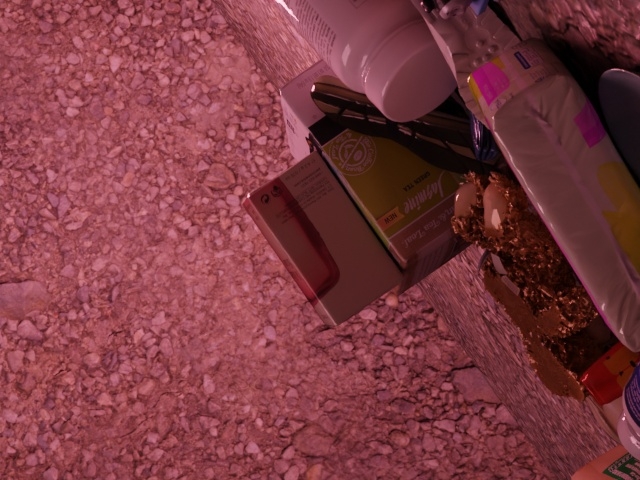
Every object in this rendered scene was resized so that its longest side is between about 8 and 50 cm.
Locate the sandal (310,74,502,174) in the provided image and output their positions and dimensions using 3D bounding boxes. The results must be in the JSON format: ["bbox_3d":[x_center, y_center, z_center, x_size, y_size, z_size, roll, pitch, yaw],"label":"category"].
[{"bbox_3d":[0.134,-0.178,1.633,0.303,0.086,0.120,23,158,11],"label":"sandal"}]

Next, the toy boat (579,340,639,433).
[{"bbox_3d":[0.447,0.214,1.493,0.318,0.148,0.267,49,-174,-39],"label":"toy boat"}]

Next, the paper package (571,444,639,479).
[{"bbox_3d":[0.556,0.453,1.796,0.309,0.168,0.325,55,176,5],"label":"paper package"}]

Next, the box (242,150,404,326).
[{"bbox_3d":[0.000,0.000,1.766,0.232,0.127,0.148,56,173,-1],"label":"box"}]

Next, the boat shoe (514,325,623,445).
[{"bbox_3d":[0.402,0.167,1.722,0.324,0.123,0.116,46,172,-1],"label":"boat shoe"}]

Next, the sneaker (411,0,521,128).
[{"bbox_3d":[0.177,-0.235,1.376,0.235,0.090,0.095,60,-172,-18],"label":"sneaker"}]

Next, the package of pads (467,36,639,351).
[{"bbox_3d":[0.267,-0.054,1.223,0.296,0.101,0.229,56,-169,-15],"label":"package of pads"}]

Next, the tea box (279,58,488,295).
[{"bbox_3d":[0.118,-0.120,1.852,0.323,0.220,0.329,53,175,11],"label":"tea box"}]

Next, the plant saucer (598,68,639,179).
[{"bbox_3d":[0.327,-0.083,1.072,0.195,0.037,0.195,55,176,6],"label":"plant saucer"}]

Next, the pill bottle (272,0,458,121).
[{"bbox_3d":[0.059,-0.296,1.566,0.283,0.160,0.160,53,175,29],"label":"pill bottle"}]

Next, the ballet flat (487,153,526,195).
[{"bbox_3d":[0.271,-0.100,1.507,0.084,0.058,0.250,51,171,5],"label":"ballet flat"}]

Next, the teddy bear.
[{"bbox_3d":[0.292,0.047,1.575,0.338,0.113,0.245,55,164,3],"label":"teddy bear"}]

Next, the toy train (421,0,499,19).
[{"bbox_3d":[0.117,-0.307,1.209,0.184,0.105,0.080,55,176,7],"label":"toy train"}]

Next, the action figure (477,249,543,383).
[{"bbox_3d":[0.338,0.092,1.915,0.285,0.099,0.185,62,178,-36],"label":"action figure"}]

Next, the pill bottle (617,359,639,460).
[{"bbox_3d":[0.396,0.166,1.300,0.112,0.112,0.186,53,149,29],"label":"pill bottle"}]

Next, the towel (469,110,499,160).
[{"bbox_3d":[0.205,-0.164,1.523,0.067,0.029,0.119,75,-172,-80],"label":"towel"}]
